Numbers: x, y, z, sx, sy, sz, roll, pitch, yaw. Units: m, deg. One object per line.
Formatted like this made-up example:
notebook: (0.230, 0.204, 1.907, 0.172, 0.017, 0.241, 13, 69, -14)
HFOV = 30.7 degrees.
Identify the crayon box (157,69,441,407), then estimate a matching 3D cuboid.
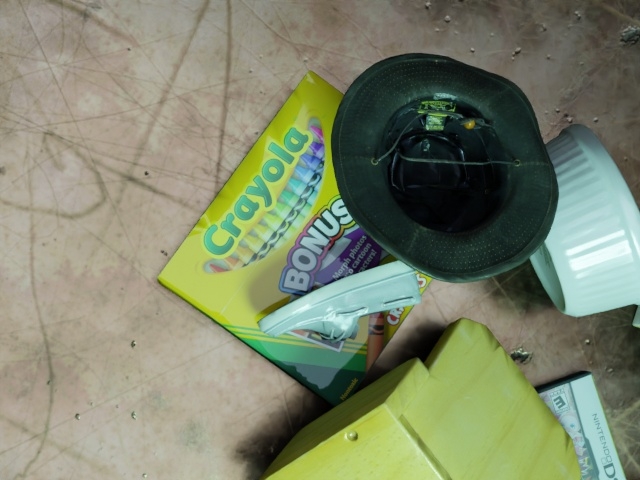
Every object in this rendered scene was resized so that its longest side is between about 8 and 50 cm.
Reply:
crayon box: (0.000, 0.000, 1.653, 0.313, 0.106, 0.363, 36, 82, -6)

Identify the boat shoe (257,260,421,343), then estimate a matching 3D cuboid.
boat shoe: (0.031, 0.095, 1.558, 0.228, 0.079, 0.081, -20, 86, -12)

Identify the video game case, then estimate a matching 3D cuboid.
video game case: (0.312, 0.353, 1.720, 0.275, 0.035, 0.248, -18, 90, -10)

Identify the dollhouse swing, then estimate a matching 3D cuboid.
dollhouse swing: (0.150, 0.332, 1.595, 0.315, 0.305, 0.347, -36, 97, 21)

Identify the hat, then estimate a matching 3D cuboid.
hat: (0.152, -0.081, 1.564, 0.331, 0.134, 0.331, 5, 66, -11)

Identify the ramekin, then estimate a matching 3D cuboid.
ramekin: (0.359, -0.017, 1.642, 0.127, 0.273, 0.272, -24, 91, 1)

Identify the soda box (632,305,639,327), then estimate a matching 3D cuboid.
soda box: (0.545, 0.039, 1.757, 0.069, 0.074, 0.216, 19, 84, -8)
